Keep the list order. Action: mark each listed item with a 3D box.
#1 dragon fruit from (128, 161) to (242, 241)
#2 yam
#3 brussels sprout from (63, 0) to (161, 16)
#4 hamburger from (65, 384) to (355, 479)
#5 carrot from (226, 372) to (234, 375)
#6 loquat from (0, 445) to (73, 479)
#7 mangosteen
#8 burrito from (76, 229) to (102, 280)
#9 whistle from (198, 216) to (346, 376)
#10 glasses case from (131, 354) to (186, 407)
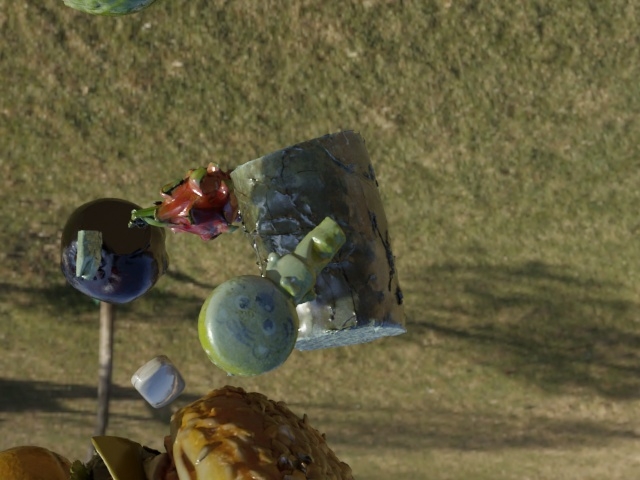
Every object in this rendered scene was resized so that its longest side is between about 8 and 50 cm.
[{"bbox_3d":[-0.237,-0.063,1.636,0.235,0.135,0.137,-13,174,-33],"label":"dragon fruit"},{"bbox_3d":[0.000,0.000,1.400,0.240,0.348,0.241,-15,167,-3],"label":"yam"},{"bbox_3d":[-0.318,-0.447,1.322,0.244,0.244,0.244,-5,151,-3],"label":"brussels sprout"},{"bbox_3d":[-0.061,0.241,0.615,0.225,0.291,0.291,-31,149,-4],"label":"hamburger"},{"bbox_3d":[-0.065,0.107,1.065,0.142,0.035,0.035,-51,150,-11],"label":"carrot"},{"bbox_3d":[-0.571,0.545,1.715,0.276,0.284,0.276,15,144,11],"label":"loquat"},{"bbox_3d":[-0.496,0.010,2.202,0.287,0.288,0.233,1,145,-12],"label":"mangosteen"},{"bbox_3d":[-0.515,0.032,1.988,0.044,0.118,0.074,-8,164,20],"label":"burrito"},{"bbox_3d":[-0.047,0.055,0.935,0.104,0.198,0.057,46,156,-14],"label":"whistle"},{"bbox_3d":[-0.290,0.256,1.608,0.081,0.051,0.204,-39,163,-15],"label":"glasses case"}]
